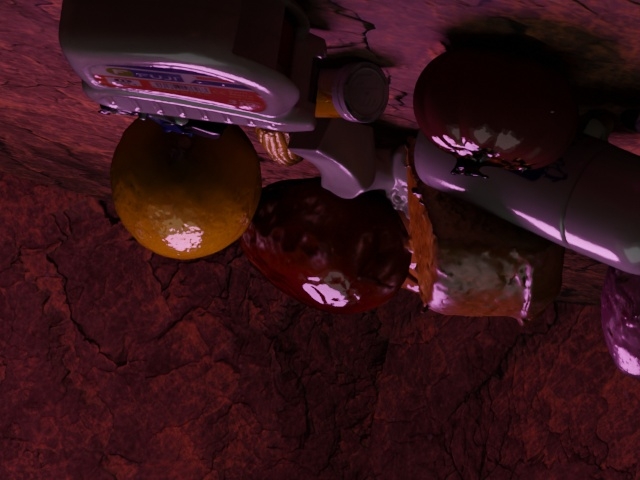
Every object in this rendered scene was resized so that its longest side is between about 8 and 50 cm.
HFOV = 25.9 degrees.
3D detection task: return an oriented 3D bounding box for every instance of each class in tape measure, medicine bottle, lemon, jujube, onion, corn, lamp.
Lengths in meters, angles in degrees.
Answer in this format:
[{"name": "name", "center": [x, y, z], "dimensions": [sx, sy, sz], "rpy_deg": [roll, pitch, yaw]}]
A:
[{"name": "tape measure", "center": [-0.132, -0.209, 1.476], "dimensions": [0.258, 0.130, 0.265], "rpy_deg": [8, 168, 6]}, {"name": "medicine bottle", "center": [0.275, -0.065, 1.600], "dimensions": [0.341, 0.130, 0.130], "rpy_deg": [28, -175, 36]}, {"name": "lemon", "center": [-0.207, -0.099, 2.131], "dimensions": [0.240, 0.240, 0.219], "rpy_deg": [12, 163, 0]}, {"name": "jujube", "center": [0.000, 0.000, 2.200], "dimensions": [0.223, 0.223, 0.318], "rpy_deg": [16, -179, -37]}, {"name": "onion", "center": [0.462, 0.026, 1.696], "dimensions": [0.267, 0.159, 0.348], "rpy_deg": [-10, -152, 1]}, {"name": "corn", "center": [-0.058, -0.157, 2.078], "dimensions": [0.072, 0.072, 0.203], "rpy_deg": [11, 173, 9]}, {"name": "medicine bottle", "center": [-0.012, -0.183, 1.734], "dimensions": [0.074, 0.074, 0.218], "rpy_deg": [16, 174, -38]}, {"name": "lamp", "center": [0.187, -0.133, 1.495], "dimensions": [0.182, 0.140, 0.182], "rpy_deg": [12, 178, 0]}]

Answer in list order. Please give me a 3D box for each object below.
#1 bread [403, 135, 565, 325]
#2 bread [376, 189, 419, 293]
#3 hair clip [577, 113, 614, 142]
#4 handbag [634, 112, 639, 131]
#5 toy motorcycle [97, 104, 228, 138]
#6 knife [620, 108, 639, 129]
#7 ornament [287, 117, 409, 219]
[{"name": "bread", "center": [0.204, 0.003, 1.787], "dimensions": [0.194, 0.179, 0.340], "rpy_deg": [1, -150, -5]}, {"name": "bread", "center": [0.137, -0.035, 2.328], "dimensions": [0.288, 0.204, 0.156], "rpy_deg": [14, -152, 34]}, {"name": "hair clip", "center": [0.336, -0.088, 1.713], "dimensions": [0.071, 0.159, 0.218], "rpy_deg": [-24, -145, -14]}, {"name": "handbag", "center": [0.416, -0.106, 1.411], "dimensions": [0.173, 0.095, 0.117], "rpy_deg": [28, 171, -1]}, {"name": "toy motorcycle", "center": [-0.184, -0.194, 1.772], "dimensions": [0.196, 0.125, 0.331], "rpy_deg": [12, 178, -20]}, {"name": "knife", "center": [0.464, -0.134, 1.467], "dimensions": [0.061, 0.027, 0.343], "rpy_deg": [35, 159, -32]}, {"name": "ornament", "center": [0.084, -0.107, 2.035], "dimensions": [0.285, 0.120, 0.130], "rpy_deg": [16, 178, -23]}]
